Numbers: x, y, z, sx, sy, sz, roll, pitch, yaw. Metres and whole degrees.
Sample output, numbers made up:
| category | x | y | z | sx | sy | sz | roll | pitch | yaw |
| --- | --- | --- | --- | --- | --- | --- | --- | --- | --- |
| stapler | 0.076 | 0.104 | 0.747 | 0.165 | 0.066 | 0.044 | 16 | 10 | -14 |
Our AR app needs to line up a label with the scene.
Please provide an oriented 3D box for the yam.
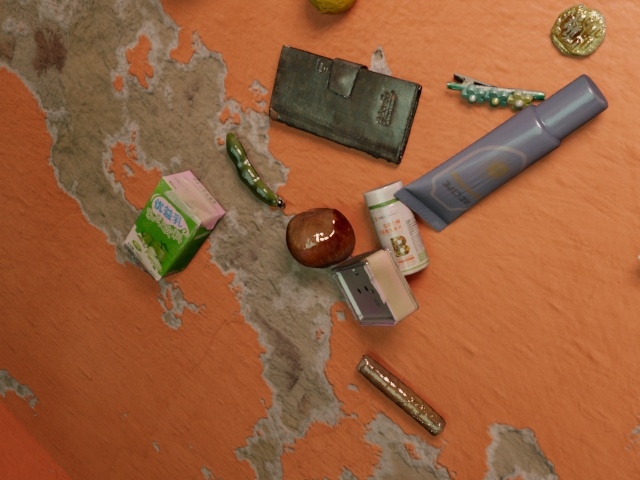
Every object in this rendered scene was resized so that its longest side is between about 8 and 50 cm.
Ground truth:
| category | x | y | z | sx | sy | sz | roll | pitch | yaw |
| --- | --- | --- | --- | --- | --- | --- | --- | --- | --- |
| yam | 0.180 | 0.351 | 1.278 | 0.241 | 0.057 | 0.057 | 40 | 122 | 14 |

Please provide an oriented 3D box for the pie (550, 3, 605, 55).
| category | x | y | z | sx | sy | sz | roll | pitch | yaw |
| --- | --- | --- | --- | --- | --- | --- | --- | --- | --- |
| pie | 0.421 | -0.341 | 0.915 | 0.084 | 0.020 | 0.084 | 11 | 111 | 29 |

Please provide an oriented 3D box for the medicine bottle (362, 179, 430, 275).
| category | x | y | z | sx | sy | sz | roll | pitch | yaw |
| --- | --- | --- | --- | --- | --- | --- | --- | --- | --- |
| medicine bottle | 0.156 | -0.024 | 1.145 | 0.086 | 0.086 | 0.183 | -16 | 98 | 34 |

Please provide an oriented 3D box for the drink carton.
| category | x | y | z | sx | sy | sz | roll | pitch | yaw |
| --- | --- | --- | --- | --- | --- | --- | --- | --- | --- |
| drink carton | -0.382 | -0.030 | 1.457 | 0.161 | 0.108 | 0.271 | 48 | 124 | 9 |

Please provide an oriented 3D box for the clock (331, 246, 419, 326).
| category | x | y | z | sx | sy | sz | roll | pitch | yaw |
| --- | --- | --- | --- | --- | --- | --- | --- | --- | --- |
| clock | 0.109 | 0.101 | 1.170 | 0.147 | 0.071 | 0.192 | 62 | 161 | -1 |

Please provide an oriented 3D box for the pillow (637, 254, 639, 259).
| category | x | y | z | sx | sy | sz | roll | pitch | yaw |
| --- | --- | --- | --- | --- | --- | --- | --- | --- | --- |
| pillow | 0.655 | 0.038 | 0.867 | 0.254 | 0.078 | 0.144 | 34 | 117 | 15 |

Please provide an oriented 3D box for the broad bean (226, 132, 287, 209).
| category | x | y | z | sx | sy | sz | roll | pitch | yaw |
| --- | --- | --- | --- | --- | --- | --- | --- | --- | --- |
| broad bean | -0.157 | -0.155 | 1.321 | 0.227 | 0.039 | 0.069 | 49 | 130 | 7 |

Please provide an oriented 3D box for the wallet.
| category | x | y | z | sx | sy | sz | roll | pitch | yaw |
| --- | --- | --- | --- | --- | --- | --- | --- | --- | --- |
| wallet | 0.040 | -0.283 | 1.152 | 0.317 | 0.044 | 0.169 | 24 | 116 | 22 |

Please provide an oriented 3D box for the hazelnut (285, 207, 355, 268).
| category | x | y | z | sx | sy | sz | roll | pitch | yaw |
| --- | --- | --- | --- | --- | --- | --- | --- | --- | --- |
| hazelnut | 0.000 | 0.000 | 1.224 | 0.154 | 0.143 | 0.143 | -11 | 101 | 16 |

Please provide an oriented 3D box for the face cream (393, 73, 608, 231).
| category | x | y | z | sx | sy | sz | roll | pitch | yaw |
| --- | --- | --- | --- | --- | --- | --- | --- | --- | --- |
| face cream | 0.316 | -0.147 | 1.005 | 0.135 | 0.086 | 0.385 | 35 | 129 | -23 |

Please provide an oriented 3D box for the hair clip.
| category | x | y | z | sx | sy | sz | roll | pitch | yaw |
| --- | --- | --- | --- | --- | --- | --- | --- | --- | --- |
| hair clip | 0.309 | -0.260 | 1.002 | 0.172 | 0.049 | 0.049 | 19 | 115 | 24 |

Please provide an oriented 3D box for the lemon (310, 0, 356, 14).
| category | x | y | z | sx | sy | sz | roll | pitch | yaw |
| --- | --- | --- | --- | --- | --- | --- | --- | --- | --- |
| lemon | 0.028 | -0.488 | 1.050 | 0.109 | 0.109 | 0.133 | 29 | 103 | 20 |
